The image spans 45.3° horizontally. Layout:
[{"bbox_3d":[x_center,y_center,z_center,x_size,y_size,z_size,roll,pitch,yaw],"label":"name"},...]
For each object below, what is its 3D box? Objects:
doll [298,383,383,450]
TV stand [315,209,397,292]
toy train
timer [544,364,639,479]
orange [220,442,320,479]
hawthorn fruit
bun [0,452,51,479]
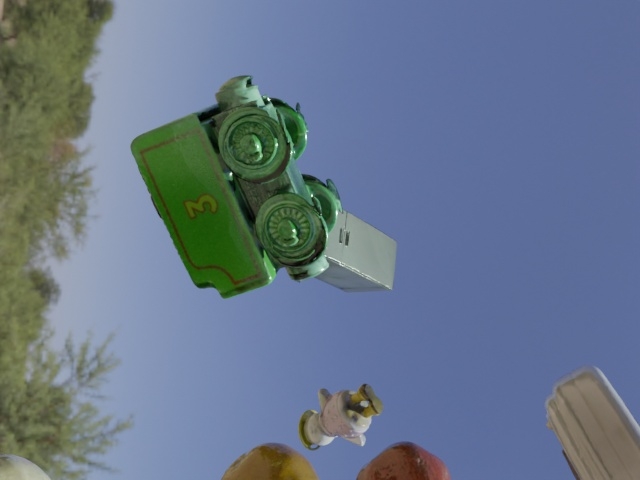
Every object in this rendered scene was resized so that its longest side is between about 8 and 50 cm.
[{"bbox_3d":[0.027,0.330,1.407,0.207,0.081,0.129,-37,-88,37],"label":"doll"},{"bbox_3d":[0.000,0.000,1.076,0.088,0.270,0.082,-5,-110,36],"label":"TV stand"},{"bbox_3d":[-0.090,-0.054,0.874,0.132,0.188,0.243,-62,129,-70],"label":"toy train"},{"bbox_3d":[0.327,0.265,0.782,0.087,0.262,0.237,-34,-145,11],"label":"timer"},{"bbox_3d":[-0.118,0.615,1.778,0.279,0.235,0.278,11,-77,53],"label":"orange"},{"bbox_3d":[0.166,0.506,1.444,0.251,0.200,0.199,-106,-152,-68],"label":"hawthorn fruit"},{"bbox_3d":[-0.416,0.432,0.896,0.213,0.361,0.360,-19,-114,42],"label":"bun"}]
